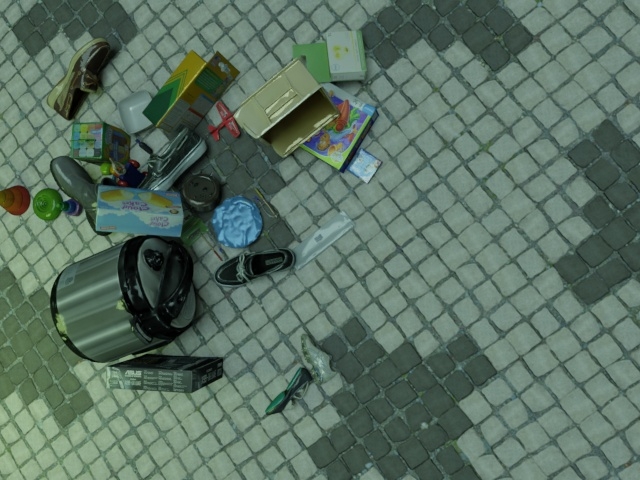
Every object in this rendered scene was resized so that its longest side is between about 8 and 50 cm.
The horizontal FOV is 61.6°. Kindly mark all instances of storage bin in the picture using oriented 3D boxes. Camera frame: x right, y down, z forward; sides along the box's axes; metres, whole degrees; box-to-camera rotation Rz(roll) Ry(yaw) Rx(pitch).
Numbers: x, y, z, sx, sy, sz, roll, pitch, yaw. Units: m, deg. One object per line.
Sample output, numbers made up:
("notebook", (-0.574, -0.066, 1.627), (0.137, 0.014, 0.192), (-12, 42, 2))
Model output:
("storage bin", (-0.099, -0.395, 1.659), (0.260, 0.262, 0.123), (-37, 79, 9))

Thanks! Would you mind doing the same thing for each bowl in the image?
("bowl", (-0.666, -0.471, 1.986), (0.141, 0.053, 0.142), (-22, 82, 12))

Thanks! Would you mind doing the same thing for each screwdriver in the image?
("screwdriver", (-0.687, -0.376, 1.959), (0.170, 0.025, 0.024), (39, 107, -23))

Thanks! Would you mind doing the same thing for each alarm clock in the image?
("alarm clock", (-0.426, -0.155, 1.881), (0.129, 0.064, 0.192), (28, 74, 5))

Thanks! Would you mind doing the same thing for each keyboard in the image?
("keyboard", (0.000, 0.000, 1.829), (0.256, 0.014, 0.072), (-38, 75, 9))

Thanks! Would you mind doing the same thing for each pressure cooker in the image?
("pressure cooker", (-0.611, 0.184, 1.779), (0.420, 0.375, 0.370), (-22, 80, 12))

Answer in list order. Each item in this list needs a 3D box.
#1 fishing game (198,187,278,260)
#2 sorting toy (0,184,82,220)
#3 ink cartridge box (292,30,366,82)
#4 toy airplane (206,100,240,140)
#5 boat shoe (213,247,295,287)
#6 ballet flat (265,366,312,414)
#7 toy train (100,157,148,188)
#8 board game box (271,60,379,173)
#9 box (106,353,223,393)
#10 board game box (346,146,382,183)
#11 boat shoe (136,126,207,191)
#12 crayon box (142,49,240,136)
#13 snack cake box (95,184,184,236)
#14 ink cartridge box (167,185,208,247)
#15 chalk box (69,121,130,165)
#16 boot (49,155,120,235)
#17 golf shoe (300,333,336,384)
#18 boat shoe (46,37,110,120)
("fishing game", (-0.293, -0.063, 1.887), (0.264, 0.041, 0.189), (-42, 79, 0))
("sorting toy", (-1.093, -0.146, 2.035), (0.365, 0.126, 0.127), (8, 89, 14))
("ink cartridge box", (0.027, -0.606, 1.777), (0.234, 0.056, 0.171), (-4, 69, -3))
("toy airplane", (-0.347, -0.415, 1.920), (0.151, 0.028, 0.151), (-1, 86, 14))
("boat shoe", (-0.239, 0.094, 1.828), (0.306, 0.105, 0.113), (-10, 84, 16))
("ballet flat", (-0.100, 0.521, 1.799), (0.074, 0.074, 0.203), (39, 90, 12))
("toy train", (-0.717, -0.246, 1.892), (0.143, 0.248, 0.105), (15, 73, 21))
("board game box", (-0.012, -0.416, 1.815), (0.347, 0.078, 0.233), (32, 95, 13))
("box", (-0.519, 0.446, 1.812), (0.307, 0.242, 0.077), (-1, 87, 14))
("board game box", (0.147, -0.250, 1.800), (0.090, 0.020, 0.090), (35, 97, 12))
("boat shoe", (-0.554, -0.264, 1.886), (0.335, 0.121, 0.119), (-48, 122, -9))
("crayon box", (-0.443, -0.515, 1.858), (0.083, 0.203, 0.323), (43, 97, 12))
("snack cake box", (-0.594, -0.097, 1.765), (0.264, 0.152, 0.089), (4, 122, -24))
("ink cartridge box", (-0.511, -0.086, 1.926), (0.109, 0.062, 0.209), (-40, 80, 8))
("chalk box", (-0.804, -0.350, 1.930), (0.132, 0.213, 0.132), (3, 88, 13))
("boot", (-0.795, -0.185, 1.896), (0.222, 0.118, 0.338), (-21, 110, 46))
("golf shoe", (-0.009, 0.388, 1.796), (0.085, 0.069, 0.176), (-21, 80, -15))
("boat shoe", (-0.883, -0.598, 2.016), (0.123, 0.123, 0.342), (45, 101, 3))
